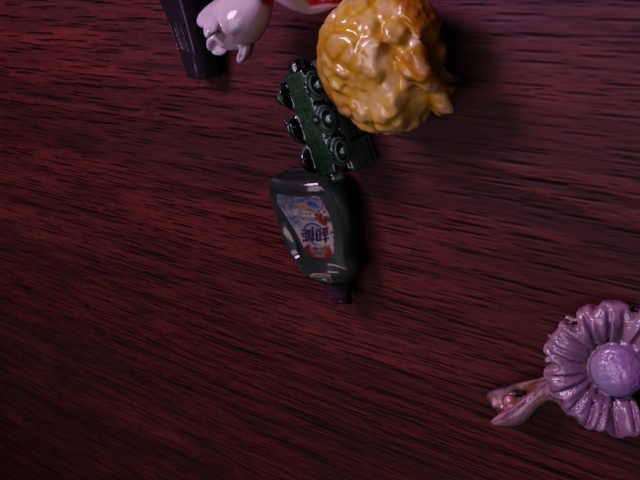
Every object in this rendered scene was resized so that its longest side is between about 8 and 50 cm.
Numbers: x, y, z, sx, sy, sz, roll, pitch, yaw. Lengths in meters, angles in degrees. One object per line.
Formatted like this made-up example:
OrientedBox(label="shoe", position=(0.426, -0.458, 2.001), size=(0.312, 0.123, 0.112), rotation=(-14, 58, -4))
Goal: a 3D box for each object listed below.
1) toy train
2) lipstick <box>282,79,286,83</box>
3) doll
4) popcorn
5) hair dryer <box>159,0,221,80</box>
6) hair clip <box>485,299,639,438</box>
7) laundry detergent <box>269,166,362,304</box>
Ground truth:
OrientedBox(label="toy train", position=(0.008, -0.164, 0.932), size=(0.071, 0.111, 0.170), rotation=(-10, 105, 40))
OrientedBox(label="lipstick", position=(-0.013, -0.189, 0.989), size=(0.025, 0.025, 0.107), rotation=(-28, 102, 45))
OrientedBox(label="doll", position=(-0.016, -0.347, 0.796), size=(0.188, 0.099, 0.384), rotation=(37, 123, -21))
OrientedBox(label="popcorn", position=(0.082, -0.209, 0.817), size=(0.170, 0.180, 0.179), rotation=(-10, 113, -1))
OrientedBox(label="hair dryer", position=(-0.085, -0.346, 0.922), size=(0.360, 0.120, 0.303), rotation=(10, 129, 23))
OrientedBox(label="hair clip", position=(0.329, 0.192, 0.913), size=(0.173, 0.069, 0.300), rotation=(52, 134, 2))
OrientedBox(label="laundry detergent", position=(0.000, 0.000, 1.055), size=(0.144, 0.078, 0.221), rotation=(6, 120, 37))
